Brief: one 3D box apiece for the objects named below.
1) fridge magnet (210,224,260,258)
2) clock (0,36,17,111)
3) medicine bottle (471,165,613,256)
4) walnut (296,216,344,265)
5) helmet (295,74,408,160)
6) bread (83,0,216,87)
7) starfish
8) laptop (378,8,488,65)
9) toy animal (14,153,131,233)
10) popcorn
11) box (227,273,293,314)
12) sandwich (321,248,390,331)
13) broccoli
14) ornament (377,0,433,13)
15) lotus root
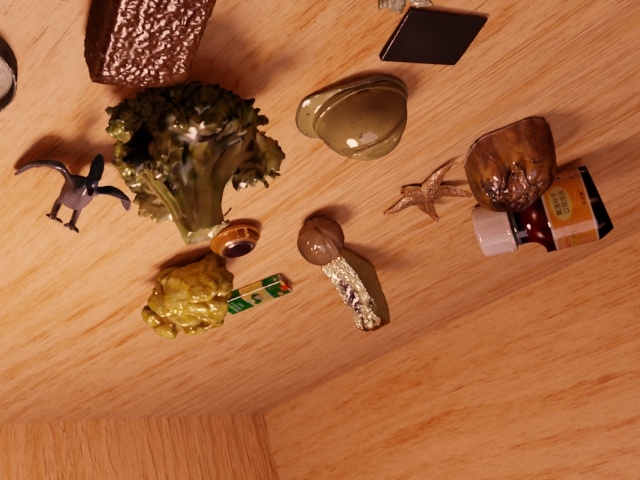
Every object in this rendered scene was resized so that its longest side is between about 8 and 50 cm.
[{"bbox_3d":[-0.233,0.003,1.792,0.143,0.063,0.143,-17,154,-9],"label":"fridge magnet"},{"bbox_3d":[-0.595,-0.264,1.026,0.215,0.042,0.215,-14,155,-7],"label":"clock"},{"bbox_3d":[0.688,-0.066,2.047,0.395,0.242,0.242,-21,155,18],"label":"medicine bottle"},{"bbox_3d":[0.001,0.001,1.858,0.140,0.140,0.162,-21,145,7],"label":"walnut"},{"bbox_3d":[0.086,-0.239,1.412,0.258,0.137,0.204,-17,155,-1],"label":"helmet"},{"bbox_3d":[-0.228,-0.385,0.935,0.165,0.113,0.416,-2,152,-30],"label":"bread"},{"bbox_3d":[0.328,-0.137,1.895,0.231,0.048,0.295,14,140,-32],"label":"starfish"},{"bbox_3d":[0.227,-0.408,1.305,0.197,0.016,0.135,-5,151,-29],"label":"laptop"},{"bbox_3d":[-0.481,-0.105,1.317,0.239,0.255,0.176,28,94,-33],"label":"toy animal"},{"bbox_3d":[-0.365,0.157,1.861,0.250,0.235,0.242,-54,-179,35],"label":"popcorn"},{"bbox_3d":[-0.222,0.185,2.209,0.235,0.034,0.132,-21,155,7],"label":"box"},{"bbox_3d":[0.118,0.161,2.133,0.100,0.254,0.288,-22,153,22],"label":"sandwich"},{"bbox_3d":[-0.262,-0.135,1.221,0.348,0.280,0.293,-33,160,30],"label":"broccoli"},{"bbox_3d":[0.149,-0.435,1.166,0.092,0.041,0.068,-17,151,23],"label":"ornament"},{"bbox_3d":[0.531,-0.191,1.775,0.272,0.192,0.272,-8,152,-4],"label":"lotus root"}]
